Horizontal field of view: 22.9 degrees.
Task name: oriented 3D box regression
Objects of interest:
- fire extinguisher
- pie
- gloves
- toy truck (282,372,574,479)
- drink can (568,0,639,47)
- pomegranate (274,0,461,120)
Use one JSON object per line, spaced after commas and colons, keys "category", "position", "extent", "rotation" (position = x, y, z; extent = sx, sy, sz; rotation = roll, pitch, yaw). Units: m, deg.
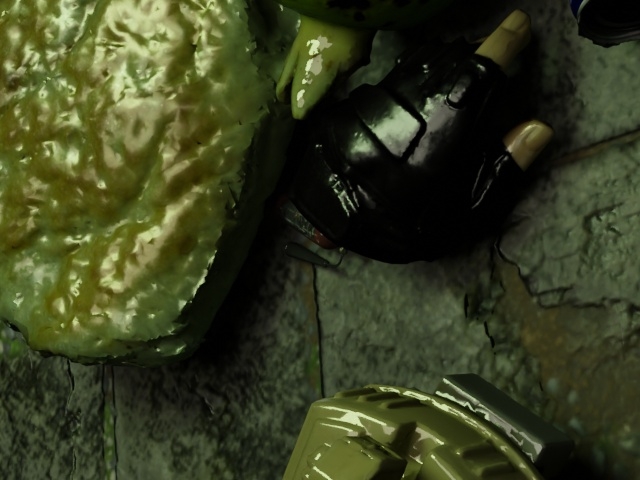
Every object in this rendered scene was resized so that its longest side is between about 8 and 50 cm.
{"category": "fire extinguisher", "position": [-0.005, 0.000, 1.249], "extent": [0.100, 0.032, 0.046], "rotation": [35, 92, 47]}
{"category": "pie", "position": [-0.183, -0.113, 1.345], "extent": [0.418, 0.180, 0.395], "rotation": [38, 106, 33]}
{"category": "gloves", "position": [0.082, -0.083, 1.145], "extent": [0.164, 0.124, 0.203], "rotation": [36, 113, 23]}
{"category": "toy truck", "position": [0.014, 0.282, 1.023], "extent": [0.181, 0.254, 0.405], "rotation": [35, 106, 37]}
{"category": "drink can", "position": [0.189, -0.256, 1.095], "extent": [0.097, 0.097, 0.235], "rotation": [-30, 60, 33]}
{"category": "pomegranate", "position": [0.026, -0.220, 1.169], "extent": [0.211, 0.211, 0.263], "rotation": [28, 117, 42]}
